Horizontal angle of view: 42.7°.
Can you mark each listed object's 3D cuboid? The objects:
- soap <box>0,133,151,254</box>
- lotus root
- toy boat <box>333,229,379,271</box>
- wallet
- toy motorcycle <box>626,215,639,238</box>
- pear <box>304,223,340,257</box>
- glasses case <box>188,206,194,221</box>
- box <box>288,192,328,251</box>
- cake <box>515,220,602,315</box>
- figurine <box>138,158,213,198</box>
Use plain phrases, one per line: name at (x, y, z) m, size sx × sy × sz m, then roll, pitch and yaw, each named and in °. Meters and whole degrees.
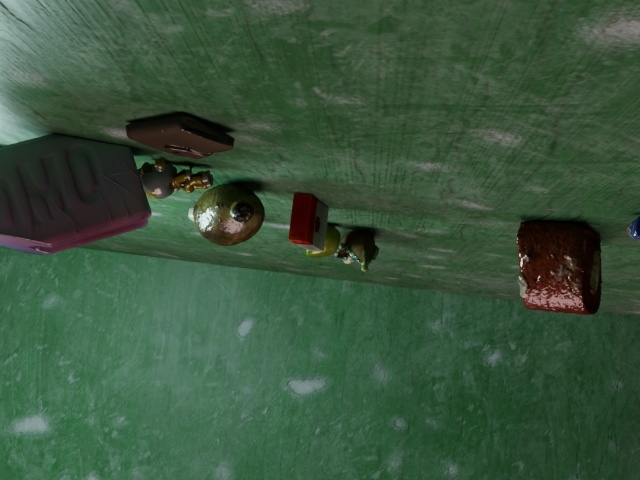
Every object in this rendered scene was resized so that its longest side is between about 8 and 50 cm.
soap at (-0.479, -0.078, 1.423) m, size 0.324 × 0.192 × 0.109 m, roll -17°, pitch 175°, yaw -17°
lotus root at (-0.177, -0.054, 1.649) m, size 0.138 × 0.138 × 0.214 m, roll 11°, pitch 171°, yaw -25°
toy boat at (0.098, 0.023, 2.098) m, size 0.109 × 0.099 × 0.293 m, roll 7°, pitch -179°, yaw -6°
wallet at (-0.212, -0.155, 1.241) m, size 0.118 × 0.038 × 0.153 m, roll 17°, pitch 167°, yaw -42°
toy motorcycle at (0.596, -0.020, 1.366) m, size 0.114 × 0.076 × 0.205 m, roll 16°, pitch 175°, yaw 0°
pear at (0.000, 0.000, 2.029) m, size 0.092 × 0.097 × 0.092 m, roll 37°, pitch 166°, yaw 11°
glasses case at (-0.252, -0.049, 2.037) m, size 0.081 × 0.051 × 0.204 m, roll 3°, pitch 172°, yaw 23°
box at (-0.023, -0.036, 1.728) m, size 0.048 × 0.100 × 0.152 m, roll 3°, pitch 172°, yaw 12°
cake at (0.490, 0.062, 1.673) m, size 0.151 × 0.176 × 0.283 m, roll 4°, pitch 173°, yaw 25°
figurine at (-0.274, -0.111, 1.532) m, size 0.143 × 0.068 × 0.101 m, roll 8°, pitch 156°, yaw -12°
